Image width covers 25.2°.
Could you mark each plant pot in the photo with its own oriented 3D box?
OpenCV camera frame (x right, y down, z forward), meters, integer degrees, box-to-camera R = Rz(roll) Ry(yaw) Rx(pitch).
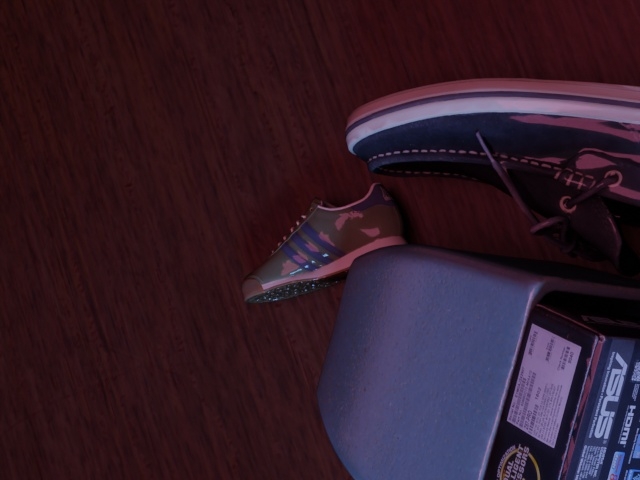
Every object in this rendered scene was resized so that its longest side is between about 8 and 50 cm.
[{"bbox_3d":[0.139,0.122,1.292,0.252,0.247,0.248,22,101,43],"label":"plant pot"}]

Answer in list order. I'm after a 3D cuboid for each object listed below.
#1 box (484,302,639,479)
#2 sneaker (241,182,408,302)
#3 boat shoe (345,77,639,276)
[{"bbox_3d":[0.266,0.263,1.180,0.097,0.318,0.395,26,105,58],"label":"box"},{"bbox_3d":[0.000,0.000,1.461,0.192,0.064,0.086,-19,74,26],"label":"sneaker"},{"bbox_3d":[0.249,-0.050,1.264,0.500,0.187,0.156,8,88,22],"label":"boat shoe"}]
